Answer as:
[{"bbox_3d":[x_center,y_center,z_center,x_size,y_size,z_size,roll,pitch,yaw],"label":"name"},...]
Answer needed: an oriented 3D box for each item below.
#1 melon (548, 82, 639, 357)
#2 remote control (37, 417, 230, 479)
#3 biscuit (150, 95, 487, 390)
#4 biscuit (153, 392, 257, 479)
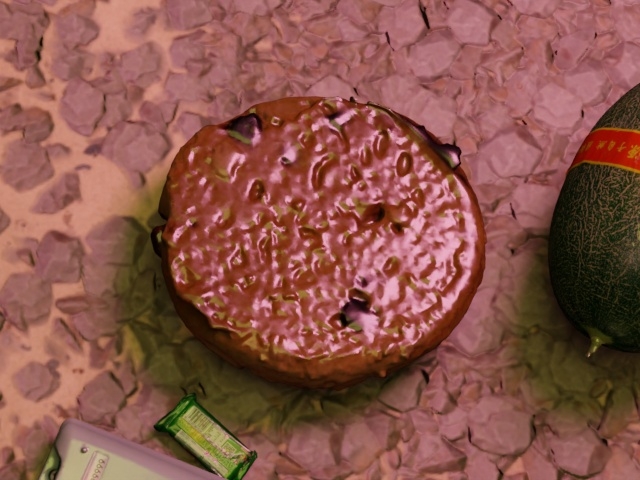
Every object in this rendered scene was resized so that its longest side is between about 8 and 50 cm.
[{"bbox_3d":[0.294,-0.019,1.716,0.182,0.182,0.288,25,72,4],"label":"melon"},{"bbox_3d":[-0.099,0.245,1.652,0.293,0.051,0.103,21,78,6],"label":"remote control"},{"bbox_3d":[0.000,0.001,1.738,0.296,0.075,0.296,3,65,-5],"label":"biscuit"},{"bbox_3d":[-0.095,0.173,1.698,0.089,0.016,0.046,41,74,10],"label":"biscuit"}]
